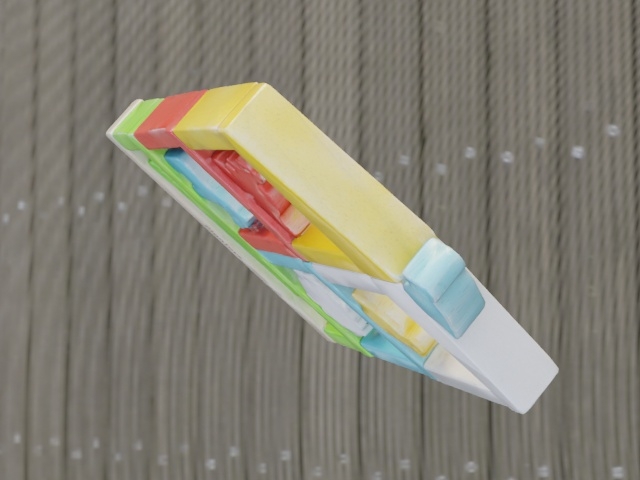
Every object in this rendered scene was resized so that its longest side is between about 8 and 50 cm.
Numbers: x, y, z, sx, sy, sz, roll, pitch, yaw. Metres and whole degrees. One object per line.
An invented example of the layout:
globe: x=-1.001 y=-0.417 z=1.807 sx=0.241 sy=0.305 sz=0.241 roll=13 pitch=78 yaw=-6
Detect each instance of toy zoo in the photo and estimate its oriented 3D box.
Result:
toy zoo: x=0.000 y=0.000 z=0.678 sx=0.030 sy=0.192 sz=0.293 roll=-50 pitch=17 yaw=-11
